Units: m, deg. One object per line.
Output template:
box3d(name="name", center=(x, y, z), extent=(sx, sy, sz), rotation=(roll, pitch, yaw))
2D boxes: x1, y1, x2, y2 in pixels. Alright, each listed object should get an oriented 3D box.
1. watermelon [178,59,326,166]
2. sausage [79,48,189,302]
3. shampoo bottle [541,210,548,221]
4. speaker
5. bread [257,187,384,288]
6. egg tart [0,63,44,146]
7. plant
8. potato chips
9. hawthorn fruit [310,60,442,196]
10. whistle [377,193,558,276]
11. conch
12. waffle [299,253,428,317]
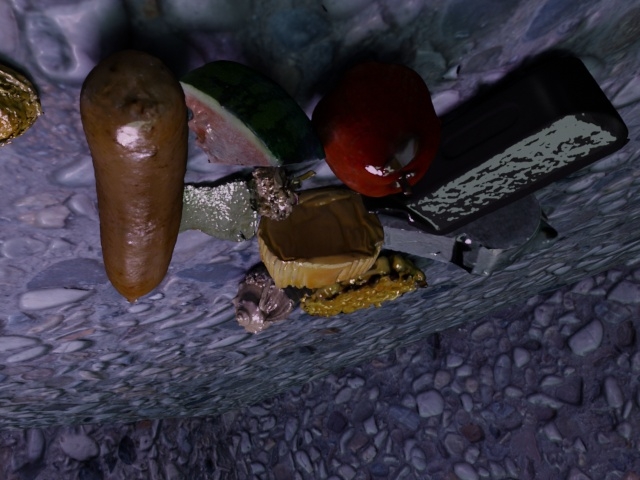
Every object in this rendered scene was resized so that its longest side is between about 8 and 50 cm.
box3d(name="watermelon", center=(-0.054, -0.144, 0.602), extent=(0.231, 0.146, 0.128), rotation=(-24, 133, -61))
box3d(name="sausage", center=(-0.268, -0.063, 0.700), extent=(0.123, 0.136, 0.501), rotation=(11, 144, -14))
box3d(name="shampoo bottle", center=(0.579, -0.036, 1.388), extent=(0.165, 0.040, 0.080), rotation=(-33, 151, 33))
box3d(name="speaker", center=(0.265, -0.160, 0.788), extent=(0.388, 0.180, 0.184), rotation=(-30, 147, 28))
box3d(name="bread", center=(0.000, 0.000, 0.949), extent=(0.250, 0.179, 0.133), rotation=(-11, 159, -12))
box3d(name="egg tart", center=(-0.391, -0.152, 0.543), extent=(0.130, 0.052, 0.130), rotation=(-14, 152, -7))
box3d(name="plant", center=(-0.070, -0.098, 0.850), extent=(0.122, 0.104, 0.116), rotation=(-35, -159, -25))
box3d(name="potato chips", center=(-0.221, -0.039, 0.867), extent=(0.228, 0.059, 0.167), rotation=(-2, 147, 4))
box3d(name="hawthorn fruit", center=(0.088, -0.146, 0.672), extent=(0.185, 0.202, 0.185), rotation=(-15, 148, -10))
box3d(name="whistle", center=(0.328, -0.012, 1.108), extent=(0.404, 0.188, 0.168), rotation=(-17, 155, 1))
box3d(name="conch", center=(-0.116, 0.140, 1.198), extent=(0.245, 0.178, 0.163), rotation=(-28, 129, -51))
box3d(name="waffle", center=(0.129, 0.151, 1.444), extent=(0.379, 0.095, 0.382), rotation=(-24, 157, 17))
